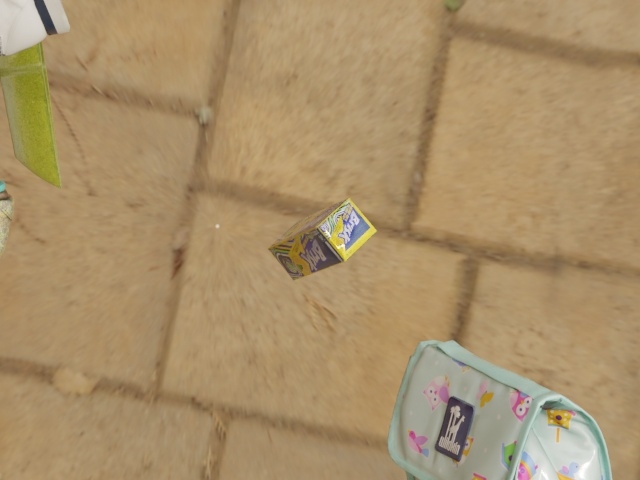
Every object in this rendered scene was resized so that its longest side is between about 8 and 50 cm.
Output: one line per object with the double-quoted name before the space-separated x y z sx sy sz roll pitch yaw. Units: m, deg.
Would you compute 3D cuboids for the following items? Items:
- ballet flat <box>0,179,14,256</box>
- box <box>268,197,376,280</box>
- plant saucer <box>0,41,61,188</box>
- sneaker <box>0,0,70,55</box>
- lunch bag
"ballet flat" -0.451 -0.007 1.460 0.348 0.123 0.123 1 91 -41
"box" 0.000 0.000 1.827 0.059 0.169 0.054 -43 97 -22
"plant saucer" -0.309 -0.178 1.605 0.045 0.188 0.188 -8 53 -8
"sneaker" -0.295 -0.257 1.315 0.094 0.090 0.235 -21 128 -1
"lunch bag" 0.190 0.244 1.629 0.160 0.223 0.262 -25 114 -23
